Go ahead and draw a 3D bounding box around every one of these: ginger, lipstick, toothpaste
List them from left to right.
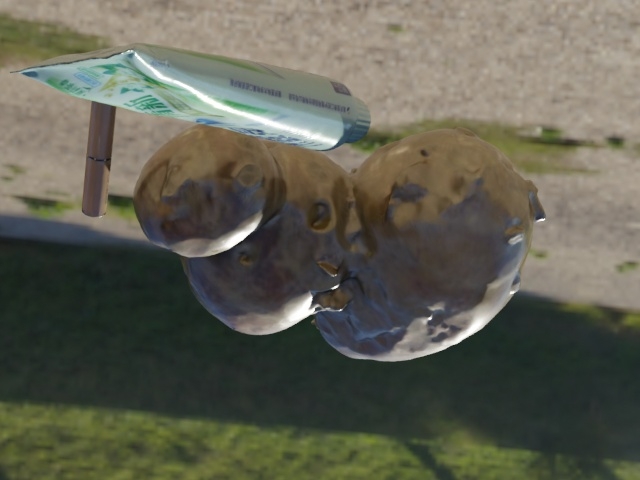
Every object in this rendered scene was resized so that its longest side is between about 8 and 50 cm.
[{"bbox_3d":[-0.155,-0.060,0.940,0.019,0.094,0.019,8,-149,-5],"label":"lipstick"},{"bbox_3d":[-0.052,-0.085,0.781,0.074,0.048,0.297,-4,177,29],"label":"toothpaste"},{"bbox_3d":[0.000,0.000,1.032,0.304,0.155,0.244,5,153,-17],"label":"ginger"}]
